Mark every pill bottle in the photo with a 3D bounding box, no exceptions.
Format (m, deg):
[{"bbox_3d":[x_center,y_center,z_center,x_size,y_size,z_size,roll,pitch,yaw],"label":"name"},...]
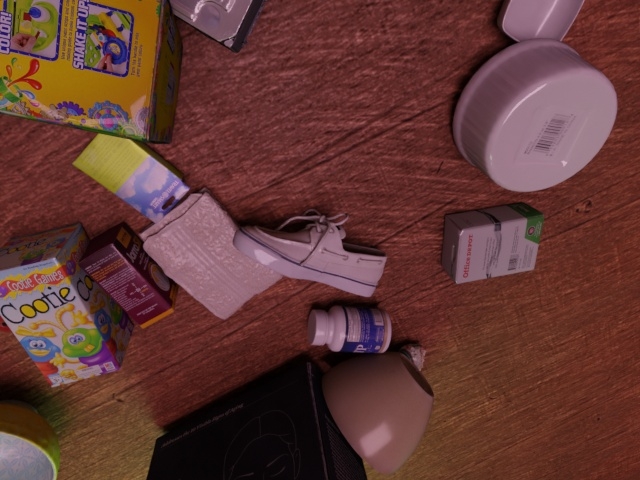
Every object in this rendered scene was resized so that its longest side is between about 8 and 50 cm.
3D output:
[{"bbox_3d":[0.068,0.217,1.009,0.186,0.112,0.112,6,116,-15],"label":"pill bottle"}]

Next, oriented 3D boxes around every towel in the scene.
[{"bbox_3d":[-0.228,0.037,0.886,0.187,0.049,0.282,-36,119,8],"label":"towel"}]

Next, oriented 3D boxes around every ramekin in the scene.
[{"bbox_3d":[0.417,-0.229,0.804,0.276,0.135,0.278,-6,131,-6],"label":"ramekin"}]

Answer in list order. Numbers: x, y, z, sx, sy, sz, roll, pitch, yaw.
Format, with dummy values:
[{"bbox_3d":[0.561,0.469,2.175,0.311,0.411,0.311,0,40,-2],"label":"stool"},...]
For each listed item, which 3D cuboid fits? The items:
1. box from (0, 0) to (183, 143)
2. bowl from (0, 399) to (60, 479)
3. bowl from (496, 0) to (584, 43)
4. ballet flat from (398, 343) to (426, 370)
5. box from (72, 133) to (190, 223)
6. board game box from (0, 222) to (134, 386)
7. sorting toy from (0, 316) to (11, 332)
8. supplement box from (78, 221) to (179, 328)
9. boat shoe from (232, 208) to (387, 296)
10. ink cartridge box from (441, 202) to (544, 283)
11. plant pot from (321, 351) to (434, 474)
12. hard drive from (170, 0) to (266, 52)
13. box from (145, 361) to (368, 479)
[{"bbox_3d":[-0.347,-0.244,0.552,0.278,0.290,0.177,8,100,-17],"label":"box"},{"bbox_3d":[-0.739,0.464,0.940,0.288,0.156,0.290,-5,119,-10],"label":"bowl"},{"bbox_3d":[0.405,-0.439,0.768,0.141,0.053,0.142,16,114,-20],"label":"bowl"},{"bbox_3d":[0.251,0.390,1.163,0.077,0.091,0.241,-15,127,-33],"label":"ballet flat"},{"bbox_3d":[-0.349,-0.126,0.775,0.109,0.042,0.178,-43,117,11],"label":"box"},{"bbox_3d":[-0.508,0.130,0.820,0.144,0.142,0.276,-14,120,-5],"label":"board game box"},{"bbox_3d":[-0.775,0.143,0.824,0.274,0.046,0.133,-2,118,-11],"label":"sorting toy"},{"bbox_3d":[-0.381,0.071,0.838,0.080,0.104,0.188,-29,120,3],"label":"supplement box"},{"bbox_3d":[0.005,0.004,0.867,0.366,0.136,0.157,21,102,-30],"label":"boat shoe"},{"bbox_3d":[0.404,0.005,0.984,0.208,0.087,0.153,-9,119,-8],"label":"ink cartridge box"},{"bbox_3d":[0.167,0.390,1.024,0.191,0.284,0.284,-42,118,10],"label":"plant pot"},{"bbox_3d":[-0.207,-0.449,0.551,0.338,0.064,0.237,31,104,-4],"label":"hard drive"},{"bbox_3d":[-0.139,0.619,0.926,0.479,0.472,0.298,-28,118,5],"label":"box"}]
